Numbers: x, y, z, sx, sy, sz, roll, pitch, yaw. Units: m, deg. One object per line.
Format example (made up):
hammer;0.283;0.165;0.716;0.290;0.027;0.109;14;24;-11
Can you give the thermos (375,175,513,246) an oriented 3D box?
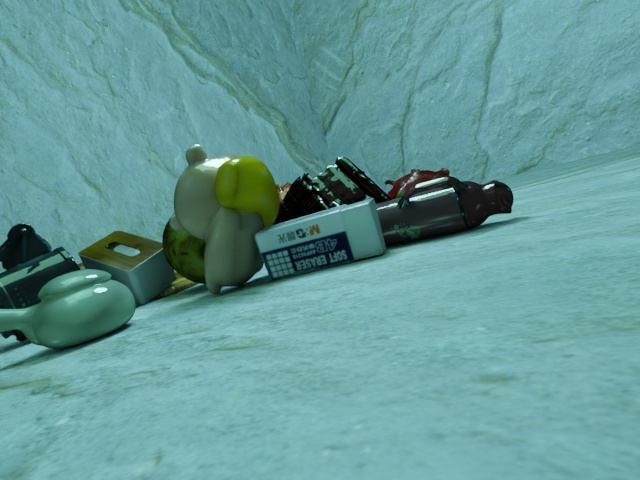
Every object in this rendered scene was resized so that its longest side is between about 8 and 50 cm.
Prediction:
thermos;0.259;-0.077;1.008;0.330;0.136;0.109;-13;14;30

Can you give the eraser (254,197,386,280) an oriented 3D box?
eraser;0.000;0.000;1.029;0.287;0.130;0.086;-13;7;20

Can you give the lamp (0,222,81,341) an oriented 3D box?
lamp;-0.796;0.161;1.258;0.205;0.374;0.272;-10;37;50

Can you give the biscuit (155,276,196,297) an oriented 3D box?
biscuit;-0.486;0.150;1.538;0.160;0.030;0.249;-14;5;26

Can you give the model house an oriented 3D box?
model house;0.031;-0.051;1.298;0.282;0.317;0.297;-38;-26;-8

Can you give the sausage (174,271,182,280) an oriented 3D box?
sausage;-0.602;0.162;1.685;0.183;0.054;0.062;-23;-20;-44

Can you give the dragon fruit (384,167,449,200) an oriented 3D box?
dragon fruit;0.296;-0.132;1.437;0.200;0.198;0.269;-30;-3;-29

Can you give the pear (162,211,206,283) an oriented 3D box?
pear;-0.339;0.004;1.339;0.283;0.284;0.283;-16;4;1

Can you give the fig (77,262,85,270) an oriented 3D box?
fig;-0.930;0.190;1.768;0.205;0.205;0.205;-16;4;1

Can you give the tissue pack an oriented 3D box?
tissue pack;-0.610;0.082;1.411;0.246;0.136;0.159;13;36;26

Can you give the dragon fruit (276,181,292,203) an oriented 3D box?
dragon fruit;-0.142;-0.094;1.880;0.305;0.305;0.226;-14;12;26

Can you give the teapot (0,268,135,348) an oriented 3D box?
teapot;-0.554;0.153;0.919;0.220;0.149;0.318;-15;3;36

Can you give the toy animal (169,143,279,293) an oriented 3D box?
toy animal;-0.250;-0.068;1.137;0.246;0.345;0.277;11;17;14
